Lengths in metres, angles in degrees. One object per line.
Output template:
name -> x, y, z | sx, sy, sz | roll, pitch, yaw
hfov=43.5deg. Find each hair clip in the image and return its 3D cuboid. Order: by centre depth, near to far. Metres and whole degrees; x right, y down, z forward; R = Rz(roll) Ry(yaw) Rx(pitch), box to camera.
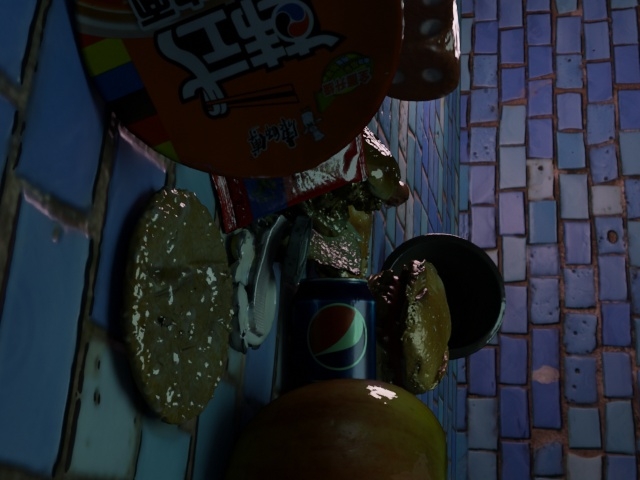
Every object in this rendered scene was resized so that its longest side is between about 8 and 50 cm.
hair clip -> -0.070, 0.052, 0.910 | 0.116, 0.049, 0.172 | 44, 49, -61

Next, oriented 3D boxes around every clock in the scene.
clock -> -0.026, 0.012, 0.945 | 0.085, 0.017, 0.085 | 12, 90, -83

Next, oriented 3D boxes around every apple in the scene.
apple -> 0.023, 0.281, 0.873 | 0.286, 0.233, 0.286 | -3, 90, -78

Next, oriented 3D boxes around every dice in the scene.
dice -> 0.192, -0.397, 1.635 | 0.175, 0.179, 0.174 | 70, 23, -59

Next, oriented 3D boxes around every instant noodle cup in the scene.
instant noodle cup -> -0.055, -0.200, 0.677 | 0.192, 0.250, 0.250 | -79, 162, -63

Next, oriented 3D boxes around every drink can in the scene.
drink can -> 0.017, 0.151, 1.074 | 0.118, 0.118, 0.205 | 26, 63, -72

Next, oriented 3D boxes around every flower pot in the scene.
flower pot -> 0.239, 0.133, 1.690 | 0.166, 0.269, 0.269 | 105, -11, -71

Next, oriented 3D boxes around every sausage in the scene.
sausage -> 0.104, -0.127, 1.485 | 0.304, 0.078, 0.078 | 46, 45, -65

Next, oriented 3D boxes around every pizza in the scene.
pizza -> 0.022, 0.022, 1.187 | 0.201, 0.053, 0.193 | 3, 79, -59

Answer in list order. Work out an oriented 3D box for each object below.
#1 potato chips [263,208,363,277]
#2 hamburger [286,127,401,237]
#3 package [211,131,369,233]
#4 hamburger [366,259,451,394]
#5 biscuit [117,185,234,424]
potato chips -> 0.000, 0.000, 1.055 | 0.142, 0.026, 0.209 | 47, 28, 7
hamburger -> 0.016, -0.101, 1.027 | 0.185, 0.131, 0.159 | 33, 33, -40
package -> -0.029, -0.077, 0.899 | 0.200, 0.022, 0.083 | -23, 114, -26
hamburger -> 0.129, 0.158, 1.389 | 0.244, 0.163, 0.244 | -5, 90, -66
biscuit -> -0.127, 0.057, 0.737 | 0.220, 0.033, 0.220 | -3, 90, -75
